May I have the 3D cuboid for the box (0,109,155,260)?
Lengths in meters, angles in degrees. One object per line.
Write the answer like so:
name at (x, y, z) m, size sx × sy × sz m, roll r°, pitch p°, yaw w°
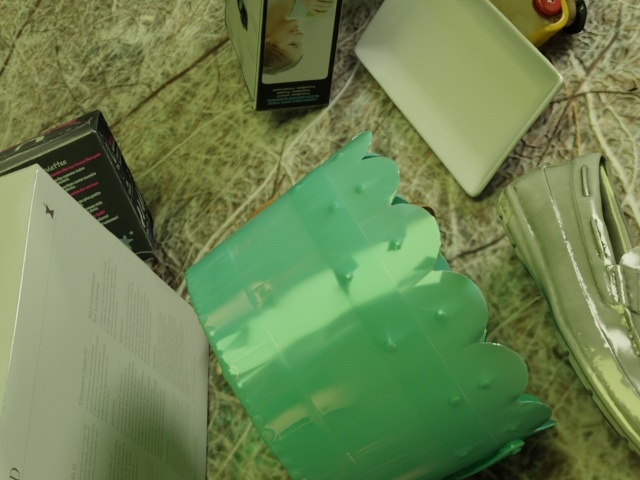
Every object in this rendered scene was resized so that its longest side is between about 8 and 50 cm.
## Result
box at (-0.309, -0.017, 1.151) m, size 0.247 × 0.142 × 0.163 m, roll -23°, pitch 17°, yaw -3°

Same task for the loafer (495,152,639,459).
loafer at (0.239, 0.049, 0.901) m, size 0.111 × 0.112 × 0.319 m, roll -33°, pitch 48°, yaw 15°

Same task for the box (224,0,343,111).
box at (-0.037, -0.296, 1.169) m, size 0.087 × 0.290 × 0.169 m, roll -7°, pitch 48°, yaw -14°

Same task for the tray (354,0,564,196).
tray at (0.135, -0.174, 1.137) m, size 0.145 × 0.030 × 0.270 m, roll -54°, pitch 44°, yaw 23°

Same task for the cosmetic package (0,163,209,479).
cosmetic package at (-0.203, 0.170, 0.936) m, size 0.098 × 0.284 × 0.377 m, roll -16°, pitch 52°, yaw 18°

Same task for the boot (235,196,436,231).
boot at (0.000, 0.000, 1.090) m, size 0.197 × 0.073 × 0.152 m, roll -37°, pitch 45°, yaw -4°

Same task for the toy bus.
toy bus at (0.218, -0.266, 1.130) m, size 0.104 × 0.202 × 0.191 m, roll -16°, pitch 37°, yaw -22°

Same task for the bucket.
bucket at (0.034, 0.074, 0.893) m, size 0.183 × 0.281 × 0.281 m, roll -32°, pitch 49°, yaw 3°
